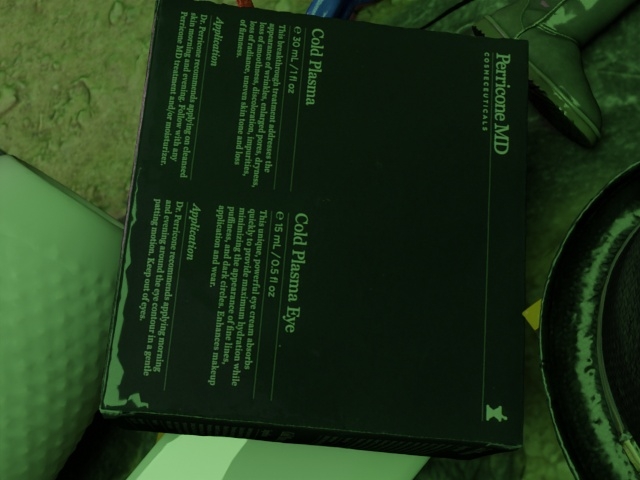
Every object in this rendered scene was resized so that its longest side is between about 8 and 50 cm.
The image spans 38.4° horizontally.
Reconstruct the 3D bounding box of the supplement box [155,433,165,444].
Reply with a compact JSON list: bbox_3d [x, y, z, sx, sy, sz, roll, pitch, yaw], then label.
[{"bbox_3d":[-0.137,0.293,0.908,0.078,0.080,0.234,8,78,21],"label":"supplement box"}]

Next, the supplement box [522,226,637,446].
[{"bbox_3d":[0.279,0.106,0.714,0.129,0.194,0.191,-38,67,10],"label":"supplement box"}]

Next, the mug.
[{"bbox_3d":[-0.361,0.073,0.891,0.276,0.374,0.328,29,84,42],"label":"mug"}]

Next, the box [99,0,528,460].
[{"bbox_3d":[0.000,0.000,0.784,0.312,0.179,0.343,6,74,-4],"label":"box"}]

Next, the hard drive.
[{"bbox_3d":[-0.065,0.241,0.848,0.203,0.040,0.307,39,83,6],"label":"hard drive"}]

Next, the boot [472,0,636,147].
[{"bbox_3d":[0.271,-0.215,0.867,0.208,0.076,0.190,-36,69,4],"label":"boot"}]

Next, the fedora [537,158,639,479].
[{"bbox_3d":[0.276,0.069,0.532,0.334,0.152,0.334,-5,75,19],"label":"fedora"}]

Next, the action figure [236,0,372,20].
[{"bbox_3d":[-0.030,-0.243,0.980,0.139,0.091,0.280,34,91,19],"label":"action figure"}]
